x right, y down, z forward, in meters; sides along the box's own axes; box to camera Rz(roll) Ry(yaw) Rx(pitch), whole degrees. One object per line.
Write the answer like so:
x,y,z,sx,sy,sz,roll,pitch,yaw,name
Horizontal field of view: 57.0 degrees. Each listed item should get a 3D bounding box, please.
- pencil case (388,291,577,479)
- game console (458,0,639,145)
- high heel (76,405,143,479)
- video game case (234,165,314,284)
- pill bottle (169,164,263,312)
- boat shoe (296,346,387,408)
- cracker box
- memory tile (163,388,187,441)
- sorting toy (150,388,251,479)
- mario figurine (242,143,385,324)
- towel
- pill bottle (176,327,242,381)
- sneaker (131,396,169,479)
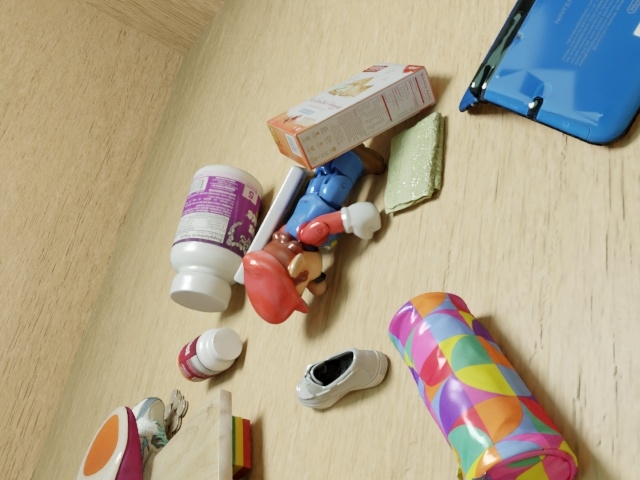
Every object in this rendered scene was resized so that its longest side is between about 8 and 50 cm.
0.144,0.152,0.576,0.104,0.105,0.236,-54,27,21,pencil case
0.310,-0.263,0.692,0.250,0.173,0.293,34,100,31,game console
-0.345,0.493,1.073,0.127,0.181,0.377,-29,40,20,high heel
-0.081,-0.035,1.108,0.226,0.026,0.206,-62,-2,7,video game case
-0.233,-0.002,1.300,0.169,0.169,0.301,-27,46,51,pill bottle
0.012,0.189,0.816,0.184,0.063,0.066,-29,45,50,boat shoe
0.045,-0.207,0.947,0.232,0.067,0.156,-29,26,-11,cracker box
-0.340,0.416,1.322,0.113,0.012,0.147,10,76,62,memory tile
-0.189,0.424,0.960,0.257,0.090,0.255,-48,32,30,sorting toy
0.000,0.000,0.979,0.320,0.170,0.198,-60,-11,-11,mario figurine
0.139,-0.115,0.879,0.110,0.027,0.148,-24,48,51,towel
-0.221,0.227,1.182,0.152,0.086,0.086,-34,40,45,pill bottle
-0.335,0.449,1.206,0.122,0.110,0.282,-19,44,14,sneaker
